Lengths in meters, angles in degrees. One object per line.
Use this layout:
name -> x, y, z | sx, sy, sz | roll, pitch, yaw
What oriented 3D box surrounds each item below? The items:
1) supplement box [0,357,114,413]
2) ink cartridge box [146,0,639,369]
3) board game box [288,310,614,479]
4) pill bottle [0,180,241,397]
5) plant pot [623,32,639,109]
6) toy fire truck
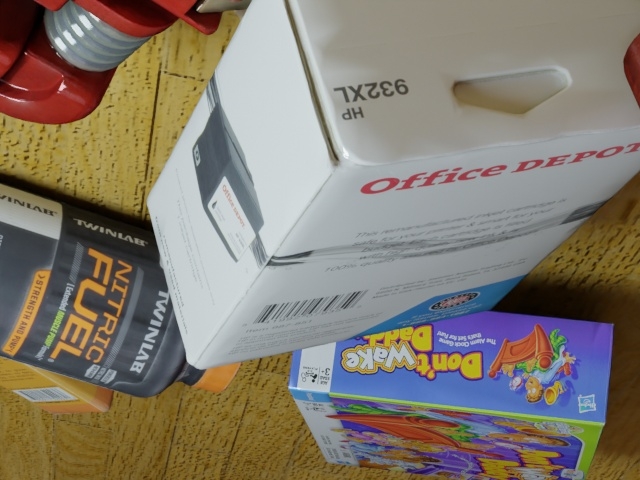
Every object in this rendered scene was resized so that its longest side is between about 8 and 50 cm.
supplement box -> -0.273, 0.073, 1.585 | 0.080, 0.078, 0.233 | -5, 150, 35
ink cartridge box -> 0.046, -0.049, 1.077 | 0.223, 0.129, 0.307 | -9, 161, -22
board game box -> 0.109, 0.131, 1.493 | 0.233, 0.078, 0.347 | 6, 165, 7
pill bottle -> -0.177, 0.045, 1.433 | 0.245, 0.130, 0.130 | 18, 153, -18
plant pot -> 0.308, -0.056, 0.875 | 0.267, 0.236, 0.267 | -47, 134, 7
toy fire truck -> -0.104, -0.145, 1.035 | 0.246, 0.158, 0.217 | 31, 148, -18
